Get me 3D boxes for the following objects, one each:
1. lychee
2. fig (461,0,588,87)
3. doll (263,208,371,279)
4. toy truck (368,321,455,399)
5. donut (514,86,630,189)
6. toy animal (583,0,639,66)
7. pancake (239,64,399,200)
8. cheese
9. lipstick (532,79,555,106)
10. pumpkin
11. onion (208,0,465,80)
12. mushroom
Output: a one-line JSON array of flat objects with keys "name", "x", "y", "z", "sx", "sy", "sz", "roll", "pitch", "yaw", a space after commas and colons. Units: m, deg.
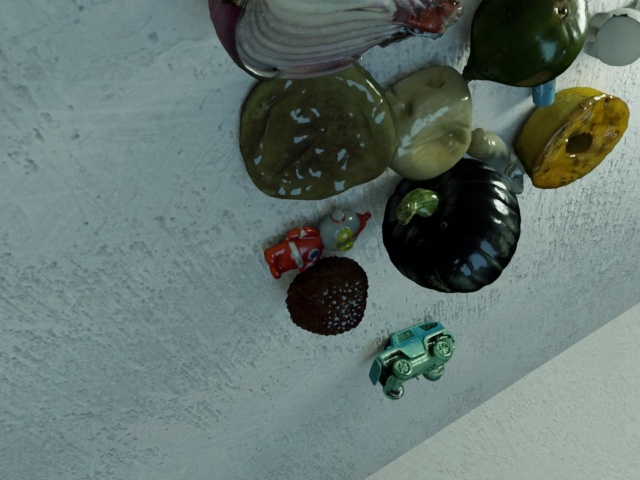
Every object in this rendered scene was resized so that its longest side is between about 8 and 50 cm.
[{"name": "lychee", "x": 0.012, "y": 0.123, "z": 1.445, "sx": 0.188, "sy": 0.188, "sz": 0.188, "roll": -23, "pitch": 146, "yaw": -17}, {"name": "fig", "x": 0.335, "y": -0.355, "z": 1.129, "sx": 0.195, "sy": 0.195, "sz": 0.245, "roll": -8, "pitch": 175, "yaw": -35}, {"name": "doll", "x": 0.000, "y": 0.000, "z": 1.357, "sx": 0.245, "sy": 0.076, "sz": 0.142, "roll": -24, "pitch": 147, "yaw": -9}, {"name": "toy truck", "x": 0.282, "y": 0.365, "z": 2.004, "sx": 0.279, "sy": 0.156, "sz": 0.155, "roll": -18, "pitch": 144, "yaw": -23}, {"name": "donut", "x": 0.576, "y": -0.246, "z": 1.515, "sx": 0.278, "sy": 0.108, "sz": 0.277, "roll": -23, "pitch": 146, "yaw": -17}, {"name": "toy animal", "x": 0.635, "y": -0.442, "z": 1.351, "sx": 0.221, "sy": 0.131, "sz": 0.103, "roll": -40, "pitch": 123, "yaw": -43}, {"name": "pancake", "x": -0.002, "y": -0.174, "z": 1.087, "sx": 0.295, "sy": 0.049, "sz": 0.294, "roll": -5, "pitch": 136, "yaw": -5}, {"name": "cheese", "x": 0.194, "y": -0.216, "z": 1.208, "sx": 0.235, "sy": 0.117, "sz": 0.218, "roll": -3, "pitch": 135, "yaw": -39}, {"name": "lipstick", "x": 0.464, "y": -0.344, "z": 1.343, "sx": 0.048, "sy": 0.048, "sz": 0.158, "roll": -33, "pitch": 148, "yaw": -2}, {"name": "pumpkin", "x": 0.251, "y": -0.049, "z": 1.329, "sx": 0.296, "sy": 0.295, "sz": 0.295, "roll": -23, "pitch": 146, "yaw": -17}, {"name": "onion", "x": 0.018, "y": -0.345, "z": 0.841, "sx": 0.349, "sy": 0.159, "sz": 0.267, "roll": -2, "pitch": 147, "yaw": -38}, {"name": "mushroom", "x": 0.397, "y": -0.175, "z": 1.472, "sx": 0.096, "sy": 0.099, "sz": 0.278, "roll": -48, "pitch": 142, "yaw": 1}]
